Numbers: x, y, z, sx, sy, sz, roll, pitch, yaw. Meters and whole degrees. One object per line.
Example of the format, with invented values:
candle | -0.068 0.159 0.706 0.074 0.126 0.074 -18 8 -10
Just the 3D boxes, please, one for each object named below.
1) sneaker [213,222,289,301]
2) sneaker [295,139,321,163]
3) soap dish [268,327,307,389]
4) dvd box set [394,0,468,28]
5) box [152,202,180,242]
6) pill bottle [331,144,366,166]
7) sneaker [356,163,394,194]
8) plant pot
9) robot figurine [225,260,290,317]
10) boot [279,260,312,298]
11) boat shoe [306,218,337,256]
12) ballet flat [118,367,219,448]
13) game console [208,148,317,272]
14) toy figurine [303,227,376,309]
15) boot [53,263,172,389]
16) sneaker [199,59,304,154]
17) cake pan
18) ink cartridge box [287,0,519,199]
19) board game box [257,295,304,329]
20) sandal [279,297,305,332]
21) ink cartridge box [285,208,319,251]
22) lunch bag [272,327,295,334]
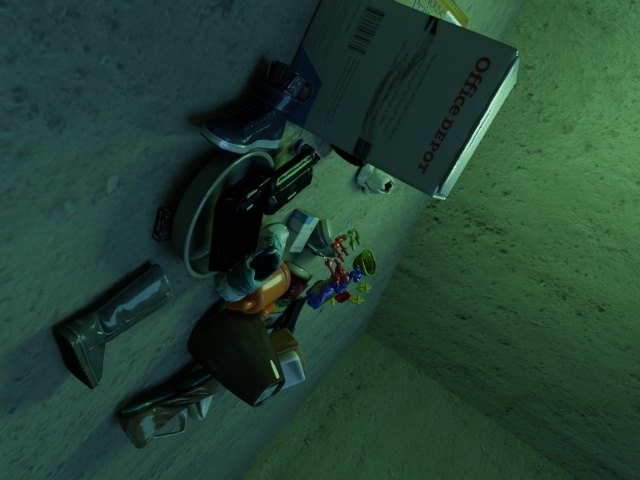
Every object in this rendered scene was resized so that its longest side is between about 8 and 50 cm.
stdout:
sneaker | -0.130 0.043 1.060 0.122 0.110 0.283 -20 -156 35
sneaker | -0.021 -0.216 1.125 0.047 0.057 0.119 -60 162 2
soap dish | -0.169 0.404 1.416 0.229 0.118 0.291 -17 148 -8
dvd box set | 0.210 -0.433 1.111 0.307 0.062 0.420 10 104 -47
box | -0.277 -0.037 0.829 0.083 0.018 0.067 -27 145 -56
pill bottle | 0.136 -0.329 1.233 0.219 0.123 0.123 -55 161 -6
sneaker | 0.229 -0.215 1.660 0.110 0.118 0.292 -62 162 8
plant pot | -0.207 0.326 1.182 0.215 0.230 0.215 -33 153 -20
robot figurine | -0.166 0.119 1.183 0.128 0.158 0.219 -49 169 35
boot | -0.111 0.170 1.475 0.176 0.088 0.244 -52 164 -11
boat shoe | 0.000 0.000 1.512 0.099 0.116 0.319 -13 167 4
ballet flat | -0.373 0.443 1.164 0.116 0.124 0.342 -17 179 27
game console | -0.113 -0.085 0.953 0.361 0.044 0.213 -46 162 -46
toy figurine | 0.029 0.118 1.405 0.217 0.191 0.362 -33 -176 25
boot | -0.380 0.162 0.830 0.208 0.076 0.190 -48 162 -46
sneaker | -0.115 -0.245 0.781 0.163 0.086 0.226 -58 169 26
cake pan | -0.197 -0.060 0.896 0.293 0.054 0.293 -55 166 -21
ink cartridge box | 0.146 -0.297 0.885 0.285 0.395 0.166 -62 160 14
board game box | -0.168 0.241 1.405 0.259 0.030 0.136 4 128 -55
sandal | -0.107 0.262 1.453 0.067 0.040 0.179 2 117 -61
ink cartridge box | -0.066 -0.029 1.316 0.122 0.052 0.088 -61 161 8
lunch bag | -0.147 0.370 1.726 0.098 0.065 0.067 -28 145 -56
